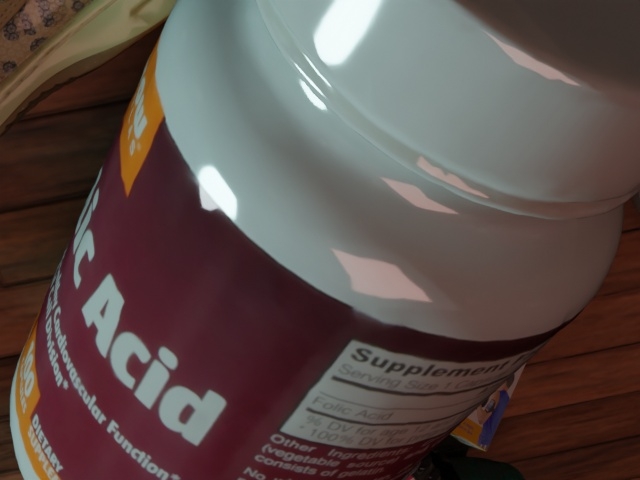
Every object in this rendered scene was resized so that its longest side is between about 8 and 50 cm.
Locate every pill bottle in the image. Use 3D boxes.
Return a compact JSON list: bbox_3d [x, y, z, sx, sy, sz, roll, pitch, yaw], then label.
[{"bbox_3d":[0.000,0.000,0.515,0.224,0.224,0.392,13,136,-22],"label":"pill bottle"}]

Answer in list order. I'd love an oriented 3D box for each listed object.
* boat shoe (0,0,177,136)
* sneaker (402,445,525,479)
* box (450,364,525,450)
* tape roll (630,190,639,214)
[{"bbox_3d":[-0.176,-0.103,0.514,0.285,0.104,0.089,-35,122,4],"label":"boat shoe"},{"bbox_3d":[0.079,0.178,0.797,0.178,0.124,0.295,-3,125,-17],"label":"sneaker"},{"bbox_3d":[0.110,0.066,0.715,0.081,0.028,0.136,35,78,-36],"label":"box"},{"bbox_3d":[0.366,-0.115,0.631,0.392,0.072,0.392,-6,131,-7],"label":"tape roll"}]
